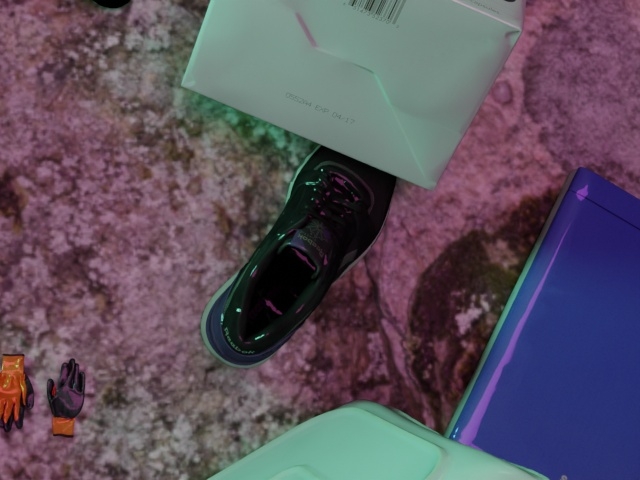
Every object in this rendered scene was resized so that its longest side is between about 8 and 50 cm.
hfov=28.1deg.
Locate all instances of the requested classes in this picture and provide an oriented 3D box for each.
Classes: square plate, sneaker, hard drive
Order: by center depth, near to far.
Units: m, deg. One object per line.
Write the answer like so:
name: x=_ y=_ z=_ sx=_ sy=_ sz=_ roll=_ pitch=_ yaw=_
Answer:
square plate: x=-0.033 y=0.237 z=1.059 sx=0.347 sy=0.344 sz=0.049 roll=-29 pitch=102 yaw=-16
sneaker: x=0.000 y=0.000 z=1.220 sx=0.107 sy=0.124 sz=0.283 roll=35 pitch=75 yaw=-6
hard drive: x=0.285 y=0.112 z=1.311 sx=0.210 sy=0.040 sz=0.318 roll=30 pitch=75 yaw=-7

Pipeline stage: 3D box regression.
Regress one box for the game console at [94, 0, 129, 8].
game console: x=-0.114 y=-0.378 z=1.240 sx=0.361 sy=0.044 sz=0.213 roll=-52 pitch=135 yaw=3

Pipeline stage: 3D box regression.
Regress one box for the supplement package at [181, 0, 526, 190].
supplement package: x=0.035 y=-0.207 z=1.195 sx=0.262 sy=0.204 sz=0.145 roll=22 pitch=41 yaw=-6

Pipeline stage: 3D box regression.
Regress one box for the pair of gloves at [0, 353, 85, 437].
pair of gloves: x=-0.263 y=0.144 z=1.194 sx=0.083 sy=0.010 sz=0.074 roll=8 pitch=79 yaw=-13
